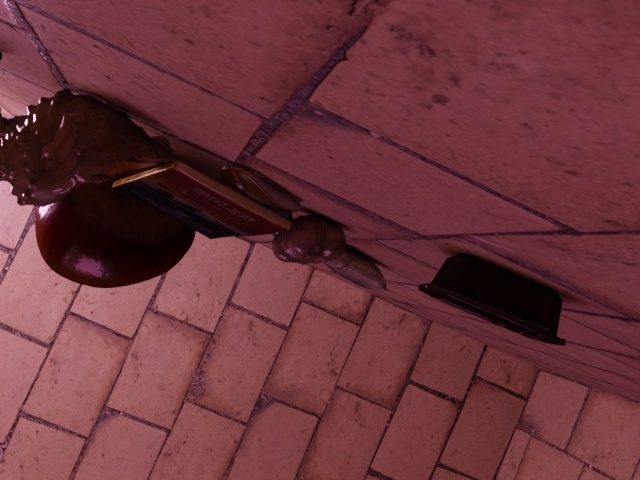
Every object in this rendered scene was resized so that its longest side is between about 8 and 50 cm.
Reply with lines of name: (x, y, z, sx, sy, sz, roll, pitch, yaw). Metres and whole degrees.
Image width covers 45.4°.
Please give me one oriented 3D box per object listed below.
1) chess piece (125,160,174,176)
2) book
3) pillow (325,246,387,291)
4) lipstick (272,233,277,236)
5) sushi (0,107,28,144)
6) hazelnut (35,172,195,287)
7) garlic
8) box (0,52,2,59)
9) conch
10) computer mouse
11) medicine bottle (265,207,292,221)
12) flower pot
chess piece: (-0.359, -0.139, 1.759, 0.301, 0.137, 0.137, 33, 170, -38)
book: (-0.255, -0.075, 1.576, 0.263, 0.028, 0.374, 30, 163, -28)
pillow: (0.080, 0.064, 2.069, 0.144, 0.078, 0.254, 32, -179, 36)
lipstick: (-0.090, -0.008, 2.236, 0.053, 0.053, 0.234, 28, 179, -44)
sushi: (-0.722, -0.228, 1.863, 0.274, 0.184, 0.139, 6, -118, -81)
hazelnut: (-0.528, -0.048, 1.975, 0.359, 0.358, 0.410, 19, -162, 42)
garlic: (-0.021, -0.004, 1.645, 0.159, 0.101, 0.147, -8, 162, 17)
box: (-0.598, -0.333, 1.245, 0.125, 0.026, 0.126, 22, 175, 10)
conch: (-0.418, -0.167, 1.342, 0.263, 0.324, 0.186, 23, 131, 49)
computer mouse: (-0.114, -0.093, 1.469, 0.102, 0.044, 0.199, 18, 173, 31)
medicine bottle: (-0.092, -0.056, 1.669, 0.058, 0.058, 0.091, 23, 175, 5)
flower pot: (0.303, 0.094, 1.317, 0.251, 0.084, 0.179, 22, 174, 2)
